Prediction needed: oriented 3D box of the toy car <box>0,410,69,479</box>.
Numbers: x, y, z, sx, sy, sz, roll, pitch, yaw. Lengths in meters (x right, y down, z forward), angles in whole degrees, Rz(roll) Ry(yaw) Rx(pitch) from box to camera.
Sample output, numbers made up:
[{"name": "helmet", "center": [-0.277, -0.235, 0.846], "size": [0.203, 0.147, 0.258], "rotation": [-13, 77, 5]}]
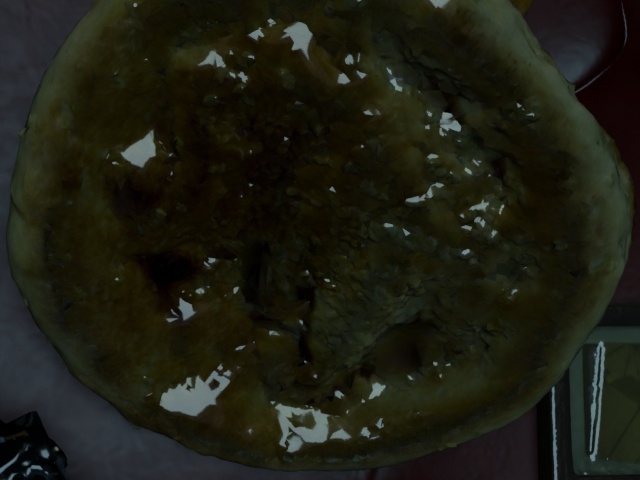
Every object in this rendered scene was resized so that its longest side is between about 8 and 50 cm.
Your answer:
[{"name": "toy car", "center": [-0.253, 0.213, 0.660], "size": [0.301, 0.118, 0.193], "rotation": [-26, 82, -14]}]

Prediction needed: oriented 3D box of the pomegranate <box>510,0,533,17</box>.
[{"name": "pomegranate", "center": [0.029, -0.177, 0.736], "size": [0.207, 0.207, 0.207], "rotation": [1, 84, -13]}]

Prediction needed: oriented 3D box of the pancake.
[{"name": "pancake", "center": [0.000, -0.001, 0.689], "size": [0.356, 0.065, 0.356], "rotation": [-1, 122, -1]}]

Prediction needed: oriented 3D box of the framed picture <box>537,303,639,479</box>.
[{"name": "framed picture", "center": [0.227, 0.106, 0.832], "size": [0.168, 0.023, 0.128], "rotation": [1, 84, -13]}]
